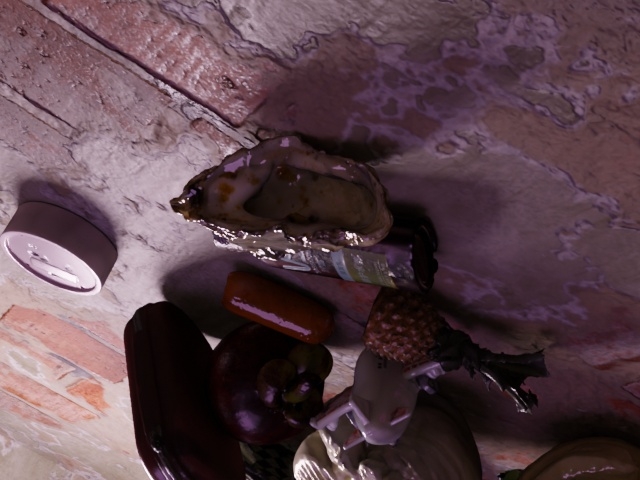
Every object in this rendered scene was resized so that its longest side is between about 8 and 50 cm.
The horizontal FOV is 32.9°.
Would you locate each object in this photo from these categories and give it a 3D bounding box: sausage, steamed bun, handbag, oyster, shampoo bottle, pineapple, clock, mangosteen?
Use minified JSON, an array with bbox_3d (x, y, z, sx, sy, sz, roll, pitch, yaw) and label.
[{"bbox_3d":[-0.068,0.111,1.772,0.197,0.076,0.076,24,152,-3],"label":"sausage"},{"bbox_3d":[0.413,0.475,1.768,0.230,0.325,0.372,35,155,-25],"label":"steamed bun"},{"bbox_3d":[-0.125,0.496,2.290,0.416,0.180,0.317,30,171,-4],"label":"handbag"},{"bbox_3d":[-0.045,-0.045,1.410,0.341,0.166,0.110,-13,158,34],"label":"oyster"},{"bbox_3d":[0.143,0.396,1.932,0.339,0.247,0.352,32,145,18],"label":"steamed bun"},{"bbox_3d":[0.000,0.000,1.521,0.322,0.084,0.129,9,146,26],"label":"shampoo bottle"},{"bbox_3d":[0.202,0.157,1.601,0.277,0.119,0.130,24,143,2],"label":"pineapple"},{"bbox_3d":[-0.461,0.016,1.912,0.196,0.068,0.197,19,152,10],"label":"clock"},{"bbox_3d":[-0.075,0.239,1.848,0.215,0.215,0.257,39,148,-25],"label":"mangosteen"}]

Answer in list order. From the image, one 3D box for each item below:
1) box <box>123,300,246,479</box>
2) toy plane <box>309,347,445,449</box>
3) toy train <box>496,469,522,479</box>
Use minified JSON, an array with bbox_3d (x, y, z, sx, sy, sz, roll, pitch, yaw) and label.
[{"bbox_3d":[-0.243,0.294,1.918,0.108,0.404,0.263,-28,133,9],"label":"box"},{"bbox_3d":[0.095,0.242,1.724,0.252,0.252,0.118,-19,109,52],"label":"toy plane"},{"bbox_3d":[0.401,0.491,2.104,0.148,0.038,0.071,39,146,-24],"label":"toy train"}]
